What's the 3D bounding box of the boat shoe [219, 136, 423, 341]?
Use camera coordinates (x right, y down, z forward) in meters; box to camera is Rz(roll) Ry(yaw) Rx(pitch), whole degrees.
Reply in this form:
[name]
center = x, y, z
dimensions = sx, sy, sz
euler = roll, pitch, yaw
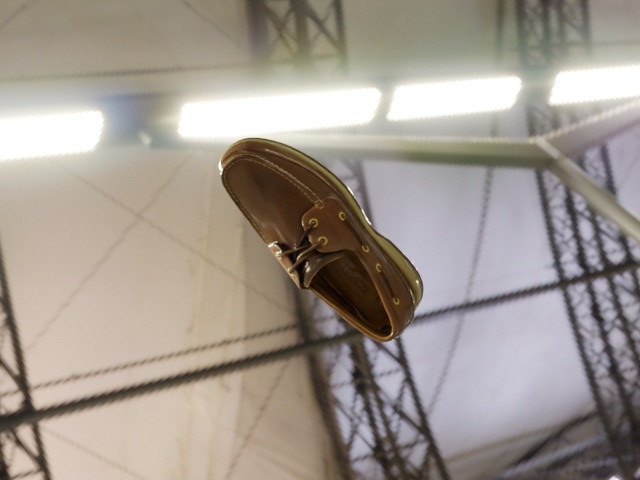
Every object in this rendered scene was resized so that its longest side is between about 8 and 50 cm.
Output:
[boat shoe]
center = 0.000, 0.000, 0.889
dimensions = 0.064, 0.178, 0.060
euler = -40, 13, 28
